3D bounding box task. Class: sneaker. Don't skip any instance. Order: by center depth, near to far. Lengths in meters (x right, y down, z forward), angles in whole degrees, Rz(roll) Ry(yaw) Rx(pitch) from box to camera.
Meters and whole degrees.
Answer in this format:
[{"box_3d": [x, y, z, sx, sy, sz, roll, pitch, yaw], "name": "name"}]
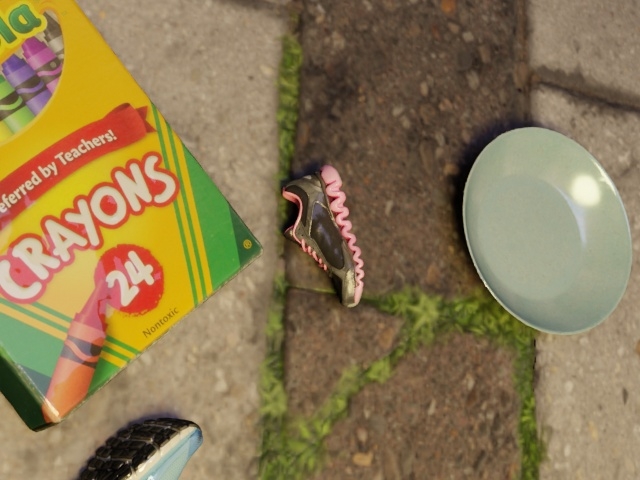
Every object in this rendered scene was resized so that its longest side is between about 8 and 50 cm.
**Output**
[{"box_3d": [-0.137, 0.194, 0.765, 0.162, 0.063, 0.073, -50, 120, -25], "name": "sneaker"}, {"box_3d": [0.000, 0.000, 0.896, 0.057, 0.047, 0.119, -14, 81, -11], "name": "sneaker"}]

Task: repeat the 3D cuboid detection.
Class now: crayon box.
[{"box_3d": [-0.215, -0.053, 0.766, 0.202, 0.081, 0.318, -41, 97, -30], "name": "crayon box"}]

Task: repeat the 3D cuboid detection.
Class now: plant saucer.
[{"box_3d": [0.202, -0.007, 1.004, 0.195, 0.037, 0.195, 7, 74, -26], "name": "plant saucer"}]
